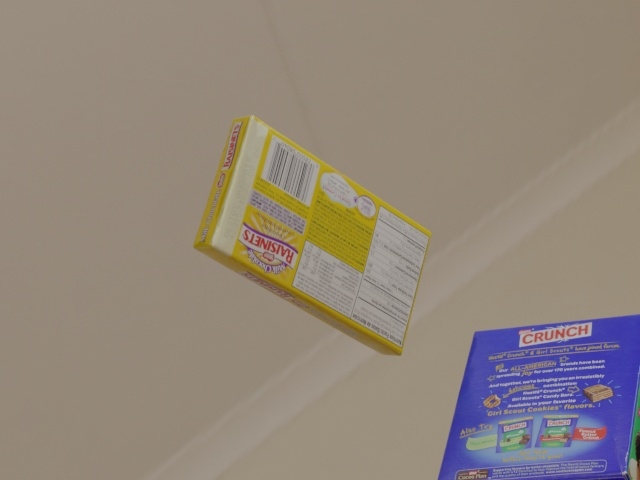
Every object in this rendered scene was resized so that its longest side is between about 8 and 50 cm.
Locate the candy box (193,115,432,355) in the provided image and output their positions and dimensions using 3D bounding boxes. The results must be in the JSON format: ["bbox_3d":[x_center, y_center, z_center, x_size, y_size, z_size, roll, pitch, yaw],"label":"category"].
[{"bbox_3d":[0.000,0.000,1.172,0.206,0.027,0.105,32,-113,-38],"label":"candy box"}]

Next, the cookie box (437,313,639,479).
[{"bbox_3d":[0.112,0.087,0.747,0.107,0.091,0.040,-69,-38,-47],"label":"cookie box"}]
